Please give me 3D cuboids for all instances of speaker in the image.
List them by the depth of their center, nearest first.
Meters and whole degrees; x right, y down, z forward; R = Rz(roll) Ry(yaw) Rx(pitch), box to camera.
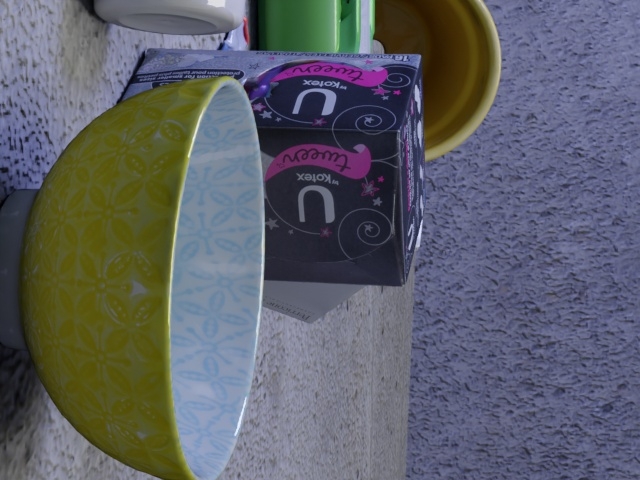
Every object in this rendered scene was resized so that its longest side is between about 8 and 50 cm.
[{"bbox_3d":[-0.007,-0.292,2.067,0.131,0.131,0.296,-59,151,-69],"label":"speaker"}]

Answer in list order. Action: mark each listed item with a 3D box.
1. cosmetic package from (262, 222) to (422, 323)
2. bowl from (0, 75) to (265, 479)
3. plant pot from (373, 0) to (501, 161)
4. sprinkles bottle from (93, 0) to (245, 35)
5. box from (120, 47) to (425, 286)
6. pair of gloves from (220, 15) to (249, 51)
[{"bbox_3d":[0.000,0.000,1.924,0.231,0.117,0.085,-40,-145,53],"label":"cosmetic package"},{"bbox_3d":[-0.142,0.025,1.313,0.289,0.156,0.289,3,90,-80],"label":"bowl"},{"bbox_3d":[0.080,-0.231,2.325,0.239,0.254,0.254,-121,-148,-79],"label":"plant pot"},{"bbox_3d":[-0.109,-0.348,1.490,0.121,0.121,0.355,32,61,-79],"label":"sprinkles bottle"},{"bbox_3d":[-0.040,-0.066,1.602,0.142,0.247,0.163,-75,164,-55],"label":"box"},{"bbox_3d":[-0.087,-0.134,1.966,0.198,0.023,0.159,80,17,-50],"label":"pair of gloves"}]
